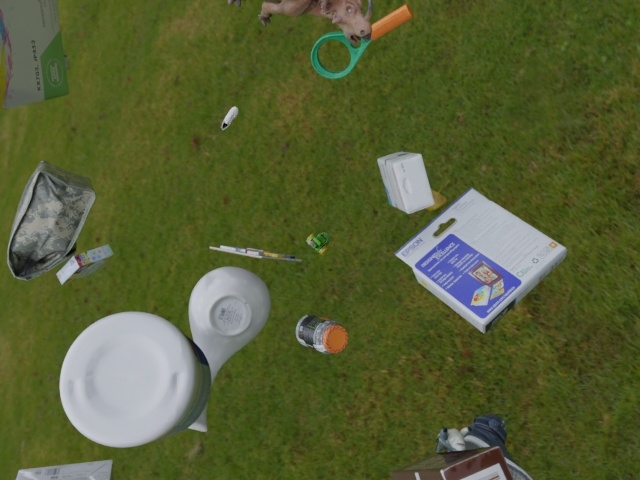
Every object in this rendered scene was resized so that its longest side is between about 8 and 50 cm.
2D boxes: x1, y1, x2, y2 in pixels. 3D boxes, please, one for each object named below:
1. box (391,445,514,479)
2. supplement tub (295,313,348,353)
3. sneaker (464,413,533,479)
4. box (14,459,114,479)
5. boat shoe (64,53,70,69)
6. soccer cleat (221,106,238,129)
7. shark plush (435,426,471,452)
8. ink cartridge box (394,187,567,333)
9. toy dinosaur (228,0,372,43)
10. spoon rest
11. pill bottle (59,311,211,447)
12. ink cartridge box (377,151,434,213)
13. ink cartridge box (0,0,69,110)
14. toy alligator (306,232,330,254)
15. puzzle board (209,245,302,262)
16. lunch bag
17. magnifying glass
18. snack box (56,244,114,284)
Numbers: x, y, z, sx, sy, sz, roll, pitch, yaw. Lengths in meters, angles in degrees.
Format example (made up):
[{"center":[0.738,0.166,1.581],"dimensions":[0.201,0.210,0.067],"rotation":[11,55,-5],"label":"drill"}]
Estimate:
[{"center":[0.287,0.560,1.197],"dimensions":[0.381,0.143,0.191],"rotation":[105,146,-66],"label":"box"},{"center":[0.006,0.323,1.930],"dimensions":[0.190,0.116,0.117],"rotation":[5,78,60],"label":"supplement tub"},{"center":[0.479,0.554,1.458],"dimensions":[0.226,0.163,0.086],"rotation":[40,120,14],"label":"sneaker"},{"center":[-0.463,0.561,1.027],"dimensions":[0.087,0.169,0.290],"rotation":[-138,51,-69],"label":"box"},{"center":[-0.618,-0.428,1.140],"dimensions":[0.367,0.135,0.157],"rotation":[-105,13,-77],"label":"boat shoe"},{"center":[-0.267,-0.359,1.657],"dimensions":[0.083,0.029,0.036],"rotation":[-42,20,38],"label":"soccer cleat"},{"center":[0.306,0.500,1.372],"dimensions":[0.161,0.073,0.067],"rotation":[130,143,-54],"label":"shark plush"},{"center":[0.407,0.042,1.454],"dimensions":[0.303,0.072,0.307],"rotation":[-39,51,-13],"label":"ink cartridge box"},{"center":[-0.047,-0.444,0.919],"dimensions":[0.200,0.295,0.127],"rotation":[7,76,53],"label":"toy dinosaur"},{"center":[-0.177,0.177,0.957],"dimensions":[0.084,0.137,0.277],"rotation":[-152,82,-77],"label":"spoon rest"},{"center":[-0.226,0.189,0.750],"dimensions":[0.272,0.152,0.153],"rotation":[105,168,-72],"label":"pill bottle"},{"center":[0.224,-0.159,1.507],"dimensions":[0.191,0.082,0.140],"rotation":[-129,21,-76],"label":"ink cartridge box"},{"center":[-0.513,-0.281,0.776],"dimensions":[0.119,0.353,0.207],"rotation":[6,113,9],"label":"ink cartridge box"},{"center":[0.000,0.000,1.456],"dimensions":[0.051,0.189,0.056],"rotation":[-45,82,1],"label":"toy alligator"},{"center":[-0.109,0.021,0.945],"dimensions":[0.128,0.096,0.011],"rotation":[8,89,40],"label":"puzzle board"},{"center":[-0.723,-0.044,1.491],"dimensions":[0.287,0.168,0.235],"rotation":[-65,28,2],"label":"lunch bag"},{"center":[0.081,-0.406,1.139],"dimensions":[0.230,0.092,0.026],"rotation":[-21,29,33],"label":"magnifying glass"},{"center":[-0.617,0.063,1.473],"dimensions":[0.141,0.100,0.037],"rotation":[-30,88,43],"label":"snack box"}]
